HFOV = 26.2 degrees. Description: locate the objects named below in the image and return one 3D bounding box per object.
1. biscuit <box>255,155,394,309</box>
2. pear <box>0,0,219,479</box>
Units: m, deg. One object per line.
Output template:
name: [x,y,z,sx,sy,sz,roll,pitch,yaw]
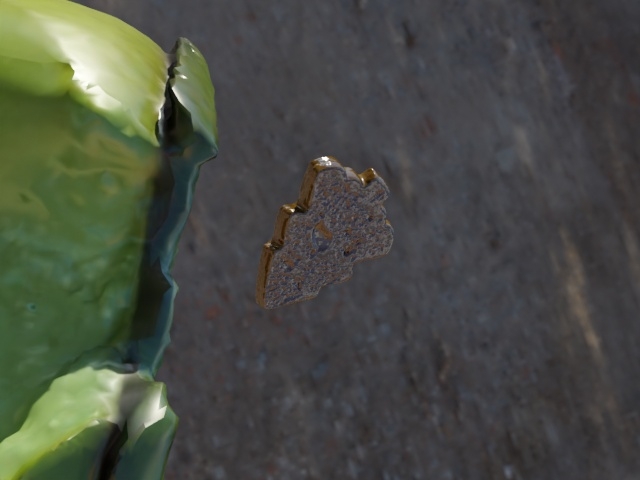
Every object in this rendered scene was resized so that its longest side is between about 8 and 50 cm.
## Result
biscuit: [0.000,0.000,0.712,0.016,0.092,0.082,43,0,43]
pear: [-0.170,0.021,0.397,0.159,0.293,0.292,108,-24,-58]
